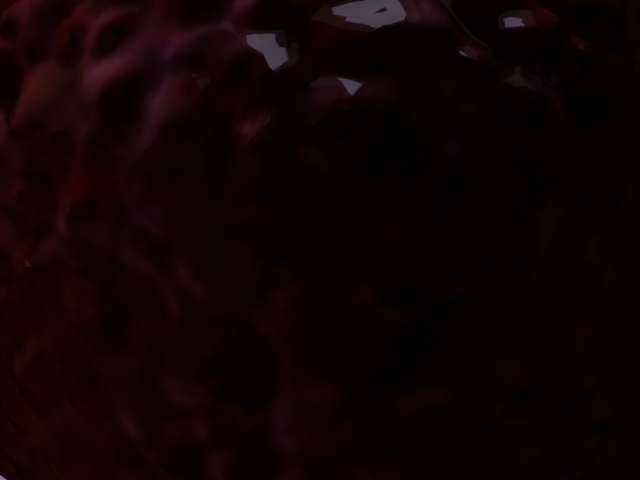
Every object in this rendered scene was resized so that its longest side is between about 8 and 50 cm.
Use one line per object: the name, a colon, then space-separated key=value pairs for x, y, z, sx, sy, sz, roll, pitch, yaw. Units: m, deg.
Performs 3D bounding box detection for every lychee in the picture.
lychee: x=0.014 y=-0.002 z=0.474 sx=0.260 sy=0.261 sz=0.260 roll=-4 pitch=12 yaw=1
